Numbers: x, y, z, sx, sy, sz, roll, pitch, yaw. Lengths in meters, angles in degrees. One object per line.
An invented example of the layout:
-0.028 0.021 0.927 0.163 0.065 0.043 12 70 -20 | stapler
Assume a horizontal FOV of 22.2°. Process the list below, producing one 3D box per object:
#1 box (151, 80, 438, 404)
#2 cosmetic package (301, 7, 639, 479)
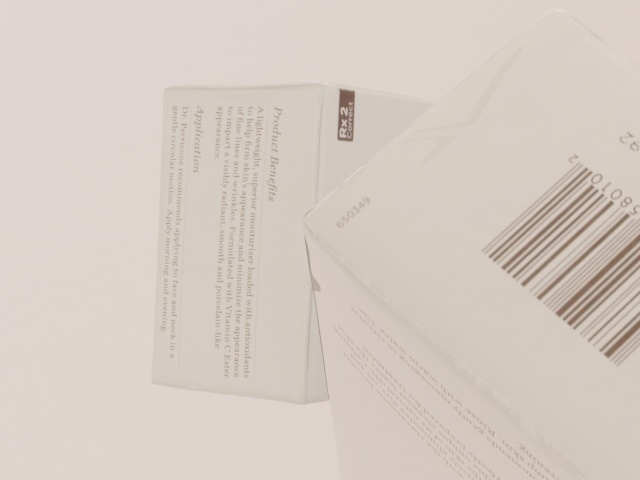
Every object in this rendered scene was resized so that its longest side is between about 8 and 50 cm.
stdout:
0.000 0.000 0.992 0.119 0.182 0.181 4 -89 35 | box
0.115 0.094 0.756 0.155 0.365 0.197 -41 -113 -17 | cosmetic package
